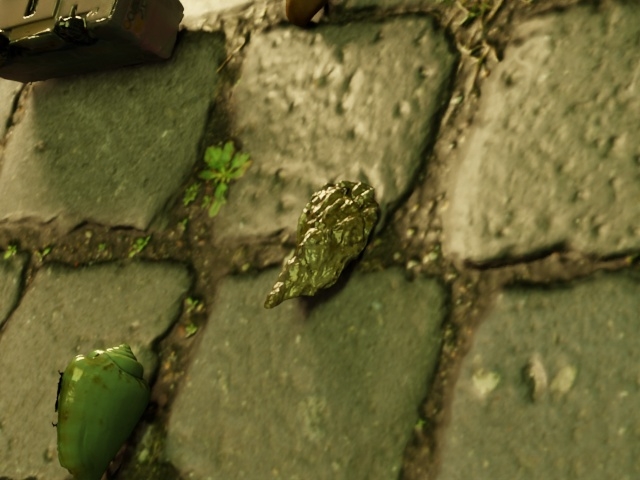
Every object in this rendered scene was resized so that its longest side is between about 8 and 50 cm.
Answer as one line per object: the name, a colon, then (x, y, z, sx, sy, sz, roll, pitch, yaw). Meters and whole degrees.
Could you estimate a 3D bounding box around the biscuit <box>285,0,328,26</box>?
biscuit: (0.006, -0.349, 1.961, 0.164, 0.047, 0.208, -39, 41, 20)

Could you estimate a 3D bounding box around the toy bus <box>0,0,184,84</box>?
toy bus: (-0.305, -0.261, 2.148, 0.317, 0.138, 0.112, -1, 67, 44)

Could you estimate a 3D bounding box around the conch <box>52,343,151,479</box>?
conch: (-0.229, 0.179, 1.765, 0.079, 0.106, 0.170, -6, 63, 52)

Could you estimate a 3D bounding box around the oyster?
oyster: (0.000, 0.000, 1.720, 0.146, 0.045, 0.121, -44, 25, 12)
